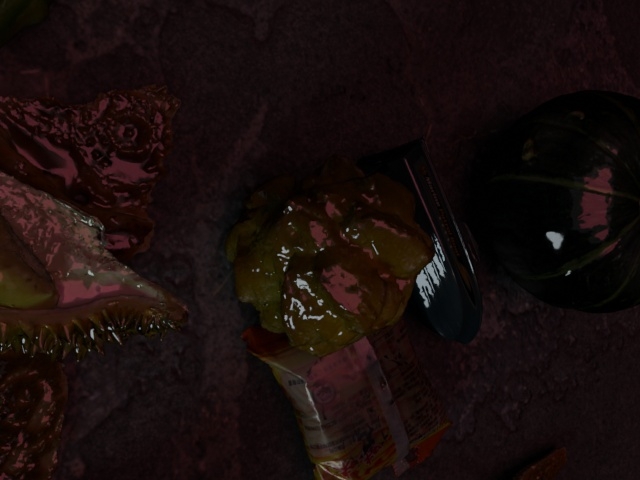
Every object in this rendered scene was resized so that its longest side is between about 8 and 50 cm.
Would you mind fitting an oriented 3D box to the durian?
[{"bbox_3d":[-0.284,0.033,0.749,0.306,0.172,0.167,32,80,-9],"label":"durian"}]

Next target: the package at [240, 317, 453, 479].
[{"bbox_3d":[0.044,0.193,0.962,0.223,0.108,0.288,-29,98,-21],"label":"package"}]

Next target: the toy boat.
[{"bbox_3d":[0.144,0.009,1.019,0.122,0.114,0.296,-38,108,-44],"label":"toy boat"}]

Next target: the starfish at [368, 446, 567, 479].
[{"bbox_3d":[0.193,0.466,1.046,0.383,0.132,0.398,16,79,-22],"label":"starfish"}]

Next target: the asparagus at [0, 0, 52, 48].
[{"bbox_3d":[-0.319,-0.269,0.794,0.085,0.082,0.343,43,72,-20],"label":"asparagus"}]

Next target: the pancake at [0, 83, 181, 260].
[{"bbox_3d":[-0.258,-0.107,0.838,0.244,0.057,0.266,-48,110,-20],"label":"pancake"}]

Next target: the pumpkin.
[{"bbox_3d":[0.383,-0.053,1.071,0.323,0.241,0.323,1,87,-28],"label":"pumpkin"}]

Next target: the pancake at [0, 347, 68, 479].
[{"bbox_3d":[-0.378,0.212,0.777,0.212,0.056,0.258,15,75,-34],"label":"pancake"}]

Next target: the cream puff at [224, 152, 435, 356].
[{"bbox_3d":[0.008,0.010,0.877,0.244,0.196,0.244,0,83,-2],"label":"cream puff"}]
